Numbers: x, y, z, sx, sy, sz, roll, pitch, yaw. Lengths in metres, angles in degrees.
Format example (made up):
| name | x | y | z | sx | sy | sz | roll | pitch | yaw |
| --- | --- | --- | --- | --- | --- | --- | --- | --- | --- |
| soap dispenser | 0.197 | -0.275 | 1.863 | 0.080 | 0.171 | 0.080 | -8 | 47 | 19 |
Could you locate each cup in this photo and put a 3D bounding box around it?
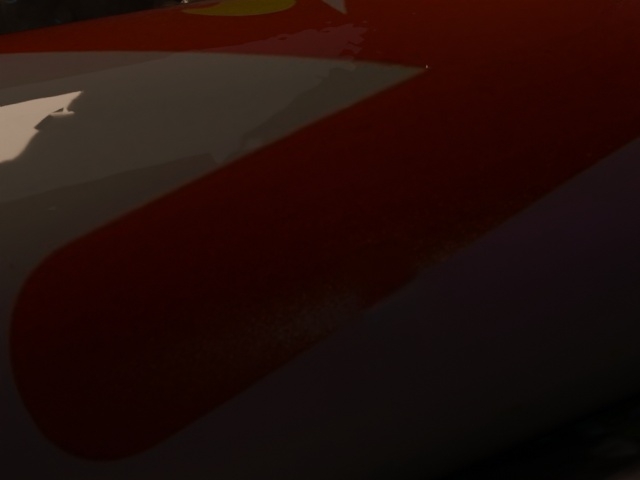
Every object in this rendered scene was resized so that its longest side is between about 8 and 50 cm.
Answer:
| name | x | y | z | sx | sy | sz | roll | pitch | yaw |
| --- | --- | --- | --- | --- | --- | --- | --- | --- | --- |
| cup | 0.000 | 0.000 | 0.558 | 0.288 | 0.203 | 0.203 | -16 | 12 | -9 |

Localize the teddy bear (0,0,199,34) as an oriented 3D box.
| name | x | y | z | sx | sy | sz | roll | pitch | yaw |
| --- | --- | --- | --- | --- | --- | --- | --- | --- | --- |
| teddy bear | -0.099 | -0.076 | 0.819 | 0.151 | 0.267 | 0.236 | -38 | 12 | 2 |
